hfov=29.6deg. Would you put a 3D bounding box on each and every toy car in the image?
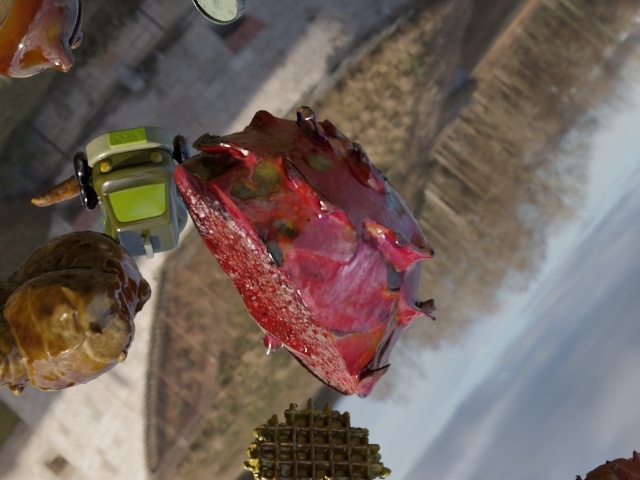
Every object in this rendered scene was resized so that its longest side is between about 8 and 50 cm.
[{"bbox_3d":[-0.312,-0.059,2.094,0.204,0.198,0.248,-10,153,-7],"label":"toy car"}]

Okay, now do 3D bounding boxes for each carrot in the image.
[{"bbox_3d":[-0.435,-0.104,2.188,0.191,0.047,0.047,-33,167,-32],"label":"carrot"}]

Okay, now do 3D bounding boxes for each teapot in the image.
[{"bbox_3d":[-0.398,-0.316,1.697,0.135,0.252,0.178,28,114,-40],"label":"teapot"}]

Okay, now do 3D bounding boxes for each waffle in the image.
[{"bbox_3d":[-0.009,0.388,2.122,0.228,0.231,0.051,-35,155,-31],"label":"waffle"}]

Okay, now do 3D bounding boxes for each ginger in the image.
[{"bbox_3d":[-0.361,0.102,1.588,0.274,0.152,0.357,-28,-163,3],"label":"ginger"}]

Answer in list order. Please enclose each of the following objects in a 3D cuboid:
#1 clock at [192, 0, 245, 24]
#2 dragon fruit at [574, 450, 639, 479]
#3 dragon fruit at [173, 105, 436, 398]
[{"bbox_3d":[-0.136,-0.320,1.576,0.017,0.085,0.085,-47,174,-36],"label":"clock"},{"bbox_3d":[0.493,0.473,1.795,0.291,0.269,0.250,-112,-162,-54],"label":"dragon fruit"},{"bbox_3d":[0.000,0.000,1.523,0.249,0.386,0.371,-38,158,-13],"label":"dragon fruit"}]
